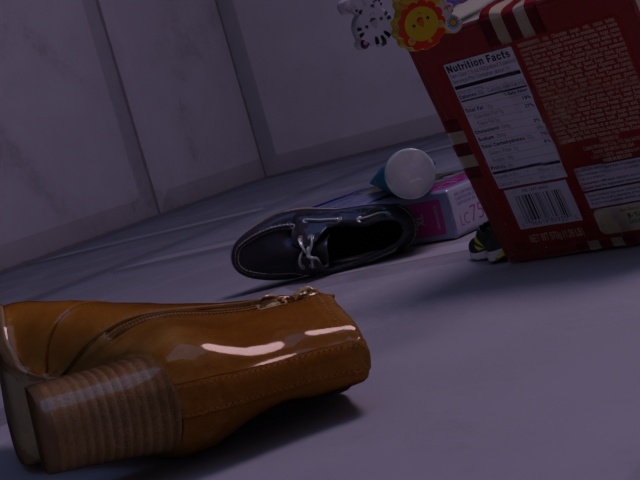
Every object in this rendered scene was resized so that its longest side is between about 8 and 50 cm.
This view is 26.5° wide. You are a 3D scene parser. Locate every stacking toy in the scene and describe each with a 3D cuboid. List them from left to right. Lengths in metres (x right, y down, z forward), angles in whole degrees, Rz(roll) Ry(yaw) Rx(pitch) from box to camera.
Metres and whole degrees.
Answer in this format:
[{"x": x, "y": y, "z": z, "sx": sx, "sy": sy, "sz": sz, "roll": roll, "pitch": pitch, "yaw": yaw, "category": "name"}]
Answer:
[{"x": 0.129, "y": -0.219, "z": 1.096, "sx": 0.221, "sy": 0.052, "sz": 0.167, "roll": -31, "pitch": 15, "yaw": -9, "category": "stacking toy"}]

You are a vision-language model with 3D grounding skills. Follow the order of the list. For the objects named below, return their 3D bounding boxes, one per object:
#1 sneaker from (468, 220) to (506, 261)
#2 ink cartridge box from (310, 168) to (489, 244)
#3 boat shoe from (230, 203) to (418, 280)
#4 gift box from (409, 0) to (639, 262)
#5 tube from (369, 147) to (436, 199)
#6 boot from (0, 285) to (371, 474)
[{"x": 0.154, "y": -0.002, "z": 1.229, "sx": 0.031, "sy": 0.035, "sz": 0.083, "roll": -16, "pitch": 6, "yaw": -12, "category": "sneaker"}, {"x": 0.085, "y": -0.032, "z": 1.593, "sx": 0.311, "sy": 0.065, "sz": 0.186, "roll": -13, "pitch": 6, "yaw": 43, "category": "ink cartridge box"}, {"x": 0.000, "y": 0.000, "z": 1.437, "sx": 0.206, "sy": 0.075, "sz": 0.065, "roll": -10, "pitch": 3, "yaw": 7, "category": "boat shoe"}, {"x": 0.262, "y": -0.130, "z": 1.167, "sx": 0.255, "sy": 0.276, "sz": 0.258, "roll": -5, "pitch": 27, "yaw": 44, "category": "gift box"}, {"x": 0.093, "y": -0.074, "z": 1.480, "sx": 0.080, "sy": 0.052, "sz": 0.207, "roll": -11, "pitch": 3, "yaw": 2, "category": "tube"}, {"x": -0.099, "y": 0.081, "z": 0.895, "sx": 0.211, "sy": 0.104, "sz": 0.295, "roll": -12, "pitch": 9, "yaw": -20, "category": "boot"}]
